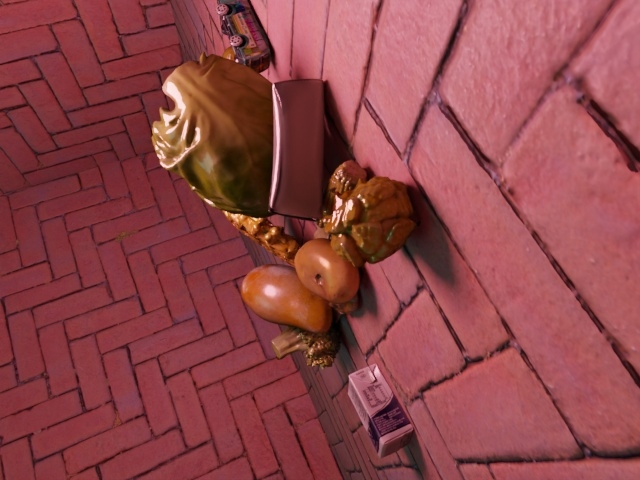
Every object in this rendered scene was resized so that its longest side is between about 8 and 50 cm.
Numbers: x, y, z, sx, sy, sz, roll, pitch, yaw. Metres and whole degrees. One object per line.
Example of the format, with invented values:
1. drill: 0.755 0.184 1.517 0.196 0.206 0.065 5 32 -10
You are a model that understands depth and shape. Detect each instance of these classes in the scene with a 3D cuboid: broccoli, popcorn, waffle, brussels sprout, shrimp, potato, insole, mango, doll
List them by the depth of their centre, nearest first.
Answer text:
1. popcorn: 0.088 -0.046 0.885 0.195 0.173 0.168 -70 3 -74
2. brussels sprout: -0.185 -0.232 1.224 0.361 0.343 0.425 33 -175 17
3. potato: 0.022 0.074 1.291 0.233 0.146 0.150 25 155 48
4. shrimp: 0.053 0.151 1.439 0.254 0.059 0.145 143 109 -75
5. insole: 0.000 0.000 1.517 0.248 0.011 0.081 108 140 -67
6. mango: -0.110 0.192 1.606 0.384 0.221 0.199 25 105 39
7. doll: -0.279 -0.586 1.644 0.209 0.097 0.137 59 -139 -85
8. waffle: -0.175 -0.014 1.678 0.382 0.095 0.379 41 170 -36
9. broccoli: -0.055 0.356 1.732 0.263 0.243 0.247 62 161 15

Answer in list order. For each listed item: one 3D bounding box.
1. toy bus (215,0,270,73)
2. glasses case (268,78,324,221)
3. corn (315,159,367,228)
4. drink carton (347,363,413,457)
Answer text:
1. toy bus: -0.221 -0.586 1.346 0.091 0.109 0.262 106 143 -69
2. glasses case: -0.054 -0.196 1.055 0.083 0.128 0.308 -174 85 -66
3. corn: 0.045 -0.094 1.092 0.288 0.086 0.087 120 128 -69
4. drink carton: 0.167 0.494 1.402 0.134 0.101 0.222 85 159 -50
